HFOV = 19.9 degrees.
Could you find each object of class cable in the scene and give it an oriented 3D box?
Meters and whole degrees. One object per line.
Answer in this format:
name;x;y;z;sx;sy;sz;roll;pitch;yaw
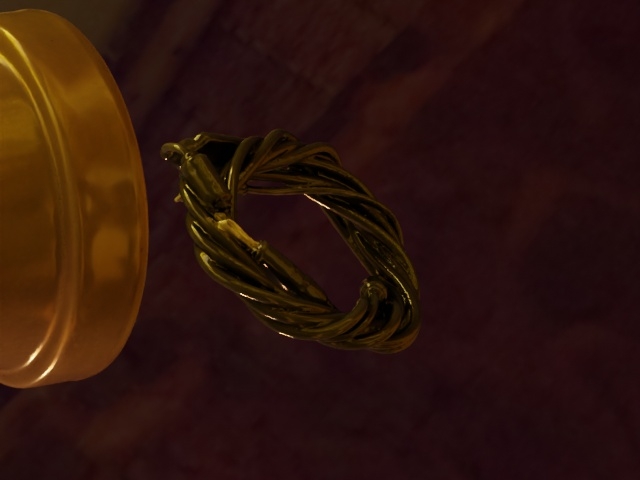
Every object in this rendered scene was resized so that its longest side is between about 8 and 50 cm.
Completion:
cable;0.000;0.000;0.999;0.047;0.184;0.150;-50;-122;22

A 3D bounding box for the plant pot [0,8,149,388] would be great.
plant pot;-0.276;-0.016;1.218;0.263;0.229;0.263;21;-64;52
